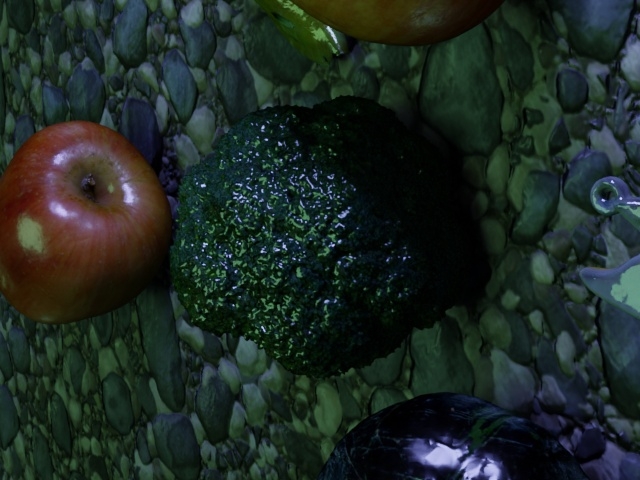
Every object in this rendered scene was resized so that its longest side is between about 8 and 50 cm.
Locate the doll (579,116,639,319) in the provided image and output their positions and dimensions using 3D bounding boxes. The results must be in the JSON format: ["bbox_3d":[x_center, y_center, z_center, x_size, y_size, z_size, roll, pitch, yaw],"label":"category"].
[{"bbox_3d":[0.335,0.024,1.168,0.316,0.103,0.145,34,144,35],"label":"doll"}]

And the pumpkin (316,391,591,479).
[{"bbox_3d":[0.132,0.288,1.419,0.315,0.238,0.315,14,114,33],"label":"pumpkin"}]

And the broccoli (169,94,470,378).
[{"bbox_3d":[0.000,0.000,1.521,0.297,0.297,0.297,113,140,-74],"label":"broccoli"}]

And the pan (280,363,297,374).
[{"bbox_3d":[0.003,0.091,1.704,0.212,0.040,0.115,-5,94,61],"label":"pan"}]

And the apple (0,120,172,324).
[{"bbox_3d":[-0.314,-0.017,1.960,0.241,0.242,0.242,-42,64,52],"label":"apple"}]

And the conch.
[{"bbox_3d":[-0.035,-0.268,1.646,0.201,0.079,0.095,65,162,6],"label":"conch"}]

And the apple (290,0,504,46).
[{"bbox_3d":[0.064,-0.306,1.327,0.286,0.286,0.233,53,130,32],"label":"apple"}]
